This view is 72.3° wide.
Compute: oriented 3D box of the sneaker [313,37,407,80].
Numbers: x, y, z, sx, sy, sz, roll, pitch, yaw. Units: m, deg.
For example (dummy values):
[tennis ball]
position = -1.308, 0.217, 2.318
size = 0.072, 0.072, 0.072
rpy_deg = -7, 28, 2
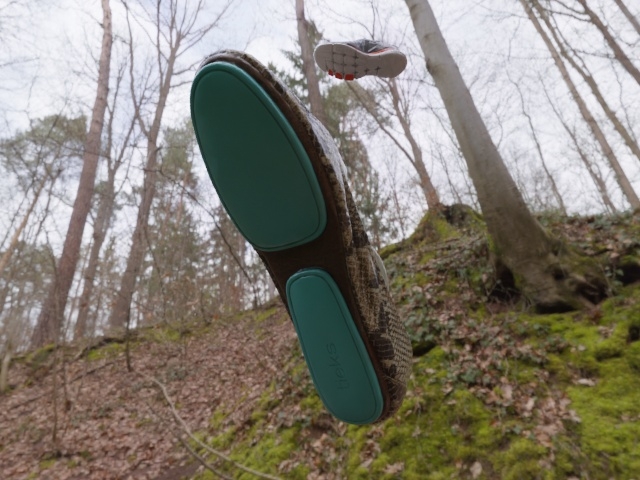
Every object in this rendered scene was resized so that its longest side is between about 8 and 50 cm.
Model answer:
[sneaker]
position = 0.065, -0.313, 0.745
size = 0.158, 0.065, 0.061
rpy_deg = 4, -39, -10

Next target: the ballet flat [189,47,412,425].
[ballet flat]
position = 0.000, 0.000, 0.565
size = 0.164, 0.182, 0.482
rpy_deg = -14, -74, 34
